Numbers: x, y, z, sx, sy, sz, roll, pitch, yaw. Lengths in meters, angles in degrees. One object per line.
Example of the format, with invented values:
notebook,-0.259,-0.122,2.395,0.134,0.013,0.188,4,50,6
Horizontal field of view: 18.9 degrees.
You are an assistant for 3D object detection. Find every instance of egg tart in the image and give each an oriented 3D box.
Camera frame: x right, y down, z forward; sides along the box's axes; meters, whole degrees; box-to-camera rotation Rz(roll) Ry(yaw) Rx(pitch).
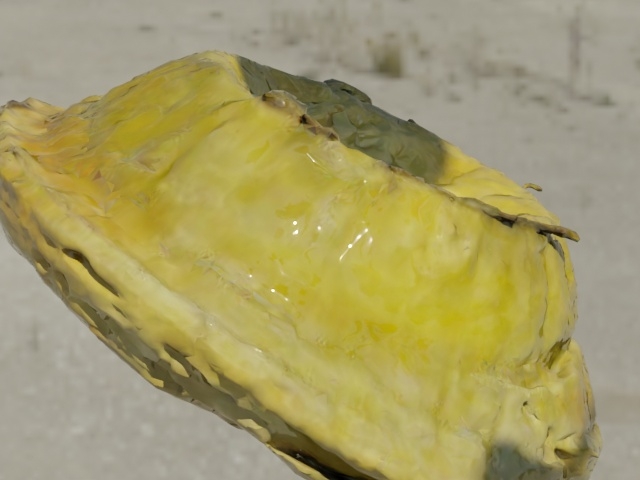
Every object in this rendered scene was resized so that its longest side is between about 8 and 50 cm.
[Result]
egg tart,0.000,0.000,0.781,0.290,0.115,0.290,28,10,-5
